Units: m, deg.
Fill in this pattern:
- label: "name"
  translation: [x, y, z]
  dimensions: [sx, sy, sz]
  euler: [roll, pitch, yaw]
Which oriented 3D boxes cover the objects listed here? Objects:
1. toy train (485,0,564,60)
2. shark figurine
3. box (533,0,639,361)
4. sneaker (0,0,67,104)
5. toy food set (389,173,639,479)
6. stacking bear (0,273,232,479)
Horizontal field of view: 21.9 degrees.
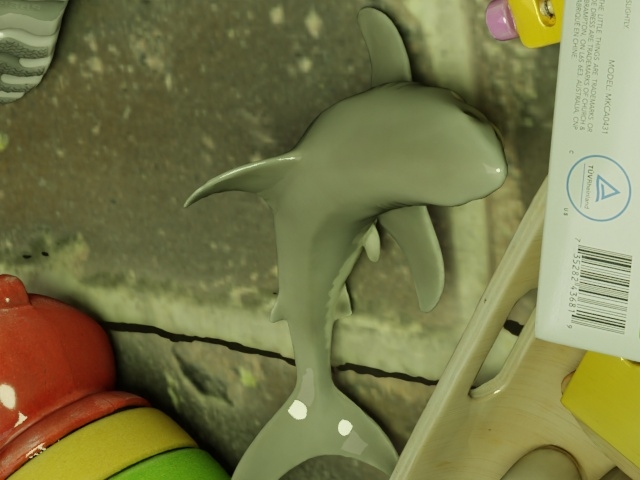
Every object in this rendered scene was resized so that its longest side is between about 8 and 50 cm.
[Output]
- label: "toy train"
  translation: [0.135, -0.118, 0.685]
  dimensions: [0.125, 0.046, 0.166]
  euler: [19, 119, 28]
- label: "shark figurine"
  translation: [-0.012, 0.002, 0.802]
  dimensions: [0.278, 0.116, 0.166]
  euler: [111, 143, -46]
- label: "box"
  translation: [0.205, -0.080, 0.540]
  dimensions: [0.231, 0.127, 0.262]
  euler: [11, 109, 26]
- label: "sneaker"
  translation: [-0.190, -0.164, 0.939]
  dimensions: [0.281, 0.105, 0.115]
  euler: [-34, 53, 46]
- label: "toy food set"
  translation: [0.178, 0.132, 0.709]
  dimensions: [0.306, 0.092, 0.220]
  euler: [40, 129, 23]
- label: "stacking bear"
  translation: [-0.125, 0.155, 0.953]
  dimensions: [0.289, 0.164, 0.175]
  euler: [53, 133, 18]
